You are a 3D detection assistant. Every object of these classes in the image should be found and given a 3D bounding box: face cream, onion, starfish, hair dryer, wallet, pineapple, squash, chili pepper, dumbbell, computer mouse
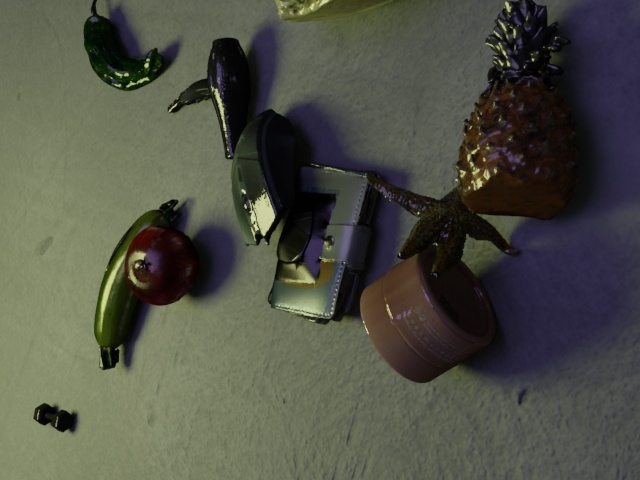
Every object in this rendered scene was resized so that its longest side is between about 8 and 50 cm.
[{"bbox_3d":[0.137,0.093,1.421,0.104,0.149,0.149,-37,59,30],"label":"face cream"},{"bbox_3d":[-0.256,0.039,1.808,0.131,0.131,0.131,-10,75,41],"label":"onion"},{"bbox_3d":[0.151,-0.029,1.417,0.217,0.223,0.050,23,124,7],"label":"starfish"},{"bbox_3d":[-0.191,-0.220,1.857,0.219,0.075,0.195,-8,85,51],"label":"hair dryer"},{"bbox_3d":[0.000,0.000,1.622,0.170,0.069,0.231,13,89,48],"label":"wallet"},{"bbox_3d":[0.243,-0.169,1.389,0.158,0.158,0.278,-16,61,39],"label":"pineapple"},{"bbox_3d":[-0.328,0.065,1.901,0.080,0.071,0.318,33,103,46],"label":"squash"},{"bbox_3d":[-0.379,-0.353,2.041,0.122,0.065,0.279,-52,53,10],"label":"chili pepper"},{"bbox_3d":[-0.479,0.318,2.011,0.083,0.040,0.036,8,118,43],"label":"dumbbell"},{"bbox_3d":[-0.095,-0.096,1.689,0.126,0.071,0.231,-36,46,52],"label":"computer mouse"}]

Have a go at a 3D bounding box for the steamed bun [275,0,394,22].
[{"bbox_3d":[0.022,-0.459,1.601,0.272,0.273,0.290,117,158,-78],"label":"steamed bun"}]
